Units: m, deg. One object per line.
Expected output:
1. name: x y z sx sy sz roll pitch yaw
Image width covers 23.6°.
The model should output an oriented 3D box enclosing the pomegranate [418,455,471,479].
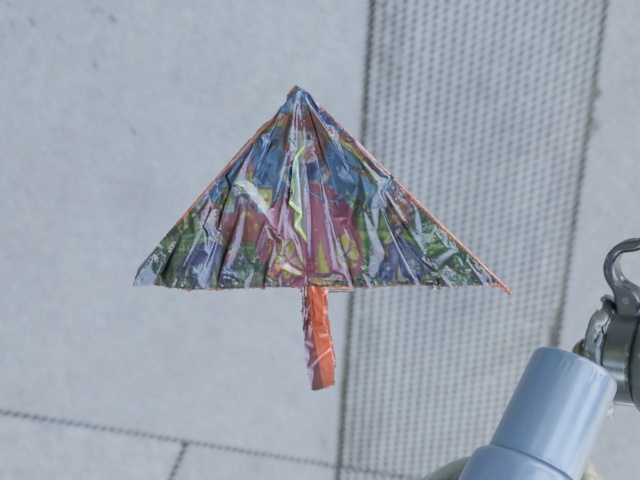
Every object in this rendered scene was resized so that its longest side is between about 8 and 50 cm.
1. pomegranate: 0.153 0.289 1.277 0.225 0.187 0.187 37 99 -3

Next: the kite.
1. kite: 0.000 0.000 0.927 0.232 0.009 0.189 -2 100 3

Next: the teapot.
1. teapot: 0.494 0.148 2.228 0.223 0.285 0.305 -57 138 -41

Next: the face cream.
1. face cream: 0.110 0.256 1.092 0.385 0.135 0.086 -63 167 -19

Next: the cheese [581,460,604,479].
1. cheese: 0.323 0.360 1.704 0.093 0.263 0.159 -39 118 12
